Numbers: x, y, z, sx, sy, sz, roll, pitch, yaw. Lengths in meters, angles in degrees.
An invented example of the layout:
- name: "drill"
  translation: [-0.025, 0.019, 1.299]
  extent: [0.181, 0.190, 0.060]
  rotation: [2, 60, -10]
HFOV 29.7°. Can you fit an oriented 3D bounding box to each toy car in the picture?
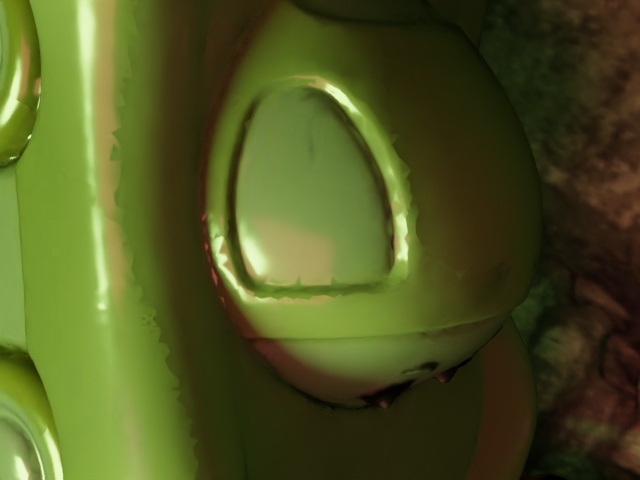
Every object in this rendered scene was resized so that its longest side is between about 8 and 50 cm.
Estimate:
- name: "toy car"
  translation: [0.000, 0.000, 0.470]
  extent: [0.226, 0.242, 0.336]
  rotation: [0, 96, 39]

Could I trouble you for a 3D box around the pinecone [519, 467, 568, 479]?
- name: "pinecone"
  translation: [0.094, 0.198, 0.631]
  extent: [0.173, 0.173, 0.174]
  rotation: [17, 125, 26]
